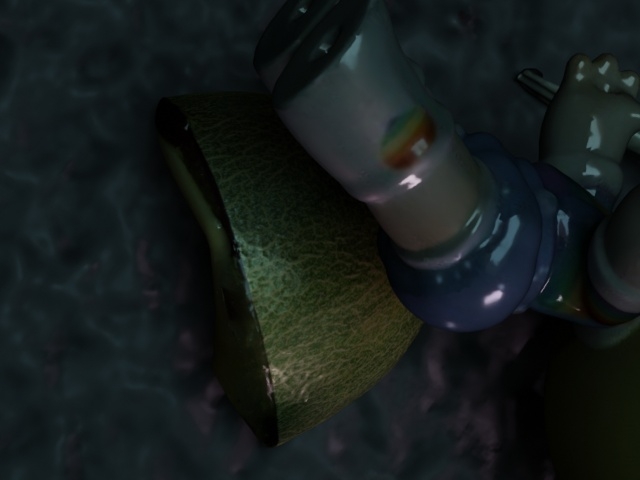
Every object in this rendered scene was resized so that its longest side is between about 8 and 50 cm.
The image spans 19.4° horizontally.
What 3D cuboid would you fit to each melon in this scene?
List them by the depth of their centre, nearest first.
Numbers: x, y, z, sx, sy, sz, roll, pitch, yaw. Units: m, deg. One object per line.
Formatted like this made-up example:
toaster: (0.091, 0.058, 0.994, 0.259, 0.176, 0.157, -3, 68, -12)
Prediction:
melon: (0.000, 0.000, 0.799, 0.128, 0.079, 0.160, -19, 91, -20)

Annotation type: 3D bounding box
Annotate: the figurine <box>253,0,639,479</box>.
figurine: (0.119, 0.039, 0.779, 0.382, 0.224, 0.205, 41, 98, -6)

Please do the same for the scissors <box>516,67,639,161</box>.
scissors: (0.222, -0.002, 0.892, 0.300, 0.109, 0.022, 33, 85, -3)
